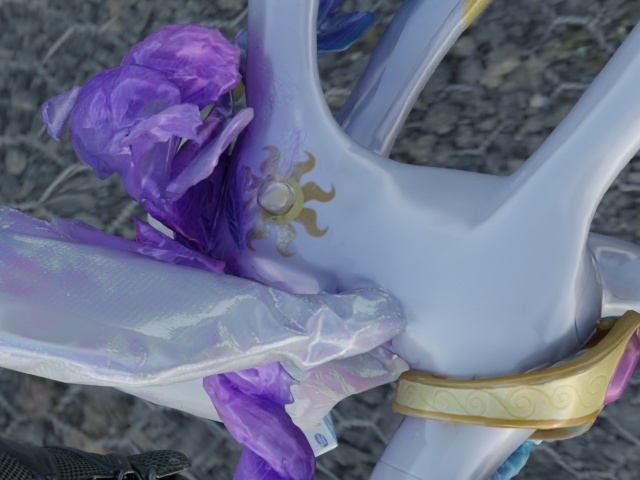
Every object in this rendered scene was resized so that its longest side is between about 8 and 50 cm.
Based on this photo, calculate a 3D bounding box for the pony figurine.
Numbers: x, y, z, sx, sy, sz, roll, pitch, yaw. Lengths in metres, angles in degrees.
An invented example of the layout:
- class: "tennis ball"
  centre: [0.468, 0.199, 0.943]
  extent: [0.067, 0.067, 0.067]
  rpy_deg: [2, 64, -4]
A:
- class: "pony figurine"
  centre: [0.000, 0.000, 0.649]
  extent: [0.351, 0.303, 0.363]
  rpy_deg: [23, 87, 15]

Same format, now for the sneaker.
- class: "sneaker"
  centre: [-0.131, 0.146, 0.931]
  extent: [0.130, 0.227, 0.087]
  rpy_deg: [0, 80, 7]

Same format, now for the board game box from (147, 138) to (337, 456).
- class: "board game box"
  centre: [-0.041, 0.027, 0.883]
  extent: [0.026, 0.103, 0.154]
  rpy_deg: [-26, 112, 5]
